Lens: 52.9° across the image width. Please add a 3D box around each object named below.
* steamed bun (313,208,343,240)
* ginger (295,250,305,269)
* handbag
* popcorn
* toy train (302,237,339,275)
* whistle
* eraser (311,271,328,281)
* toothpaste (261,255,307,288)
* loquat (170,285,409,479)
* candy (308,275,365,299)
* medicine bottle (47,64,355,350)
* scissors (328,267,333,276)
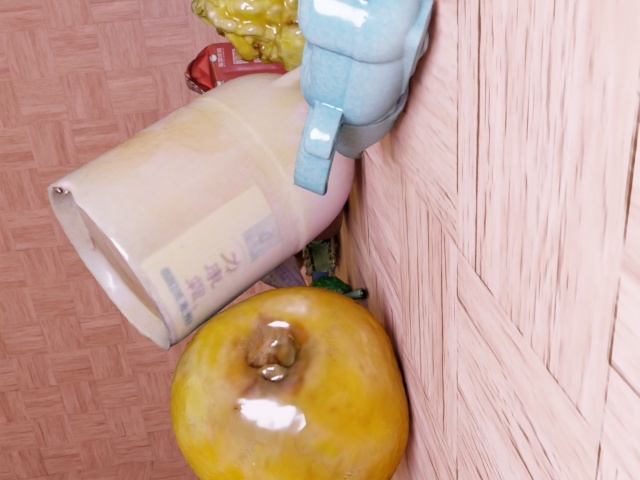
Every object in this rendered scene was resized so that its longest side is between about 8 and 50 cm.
[{"bbox_3d":[-0.076,-0.142,1.145,0.301,0.251,0.199,-105,19,-43],"label":"steamed bun"},{"bbox_3d":[-0.045,0.021,1.508,0.288,0.075,0.089,-35,-59,-65],"label":"ginger"},{"bbox_3d":[-0.170,-0.379,1.514,0.171,0.298,0.151,-134,37,-85],"label":"handbag"},{"bbox_3d":[-0.108,-0.414,1.085,0.174,0.225,0.286,83,180,-68],"label":"popcorn"},{"bbox_3d":[0.000,0.000,1.385,0.194,0.080,0.125,81,-170,-68],"label":"toy train"},{"bbox_3d":[0.032,-0.135,0.516,0.274,0.093,0.186,87,-158,-77],"label":"whistle"},{"bbox_3d":[-0.007,0.048,1.802,0.312,0.042,0.144,88,173,-55],"label":"eraser"},{"bbox_3d":[-0.021,0.092,1.033,0.282,0.068,0.099,44,-152,-2],"label":"toothpaste"},{"bbox_3d":[-0.027,0.187,0.752,0.275,0.274,0.275,173,90,-86],"label":"loquat"},{"bbox_3d":[0.036,0.096,1.114,0.323,0.097,0.097,144,120,-77],"label":"candy"},{"bbox_3d":[-0.103,-0.076,0.826,0.235,0.406,0.236,39,151,26],"label":"medicine bottle"},{"bbox_3d":[0.025,0.068,1.571,0.144,0.017,0.248,102,162,-77],"label":"scissors"}]
